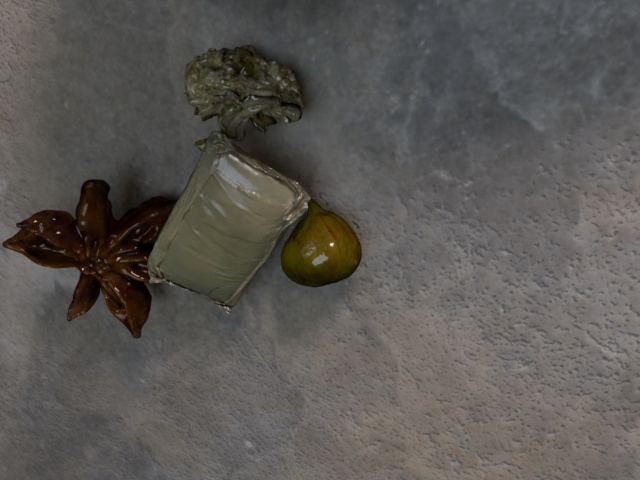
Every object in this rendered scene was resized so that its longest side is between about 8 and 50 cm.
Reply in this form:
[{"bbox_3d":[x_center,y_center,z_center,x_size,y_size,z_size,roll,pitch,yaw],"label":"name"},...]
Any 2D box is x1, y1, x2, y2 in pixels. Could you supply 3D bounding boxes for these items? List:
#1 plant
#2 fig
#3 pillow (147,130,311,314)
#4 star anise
[{"bbox_3d":[-0.082,-0.126,0.541,0.116,0.104,0.122,27,125,-5],"label":"plant"},{"bbox_3d":[0.000,0.000,0.583,0.084,0.082,0.098,0,98,57],"label":"fig"},{"bbox_3d":[-0.103,-0.011,0.579,0.119,0.053,0.208,32,122,-9],"label":"pillow"},{"bbox_3d":[-0.252,0.008,0.653,0.212,0.111,0.196,35,125,-6],"label":"star anise"}]
